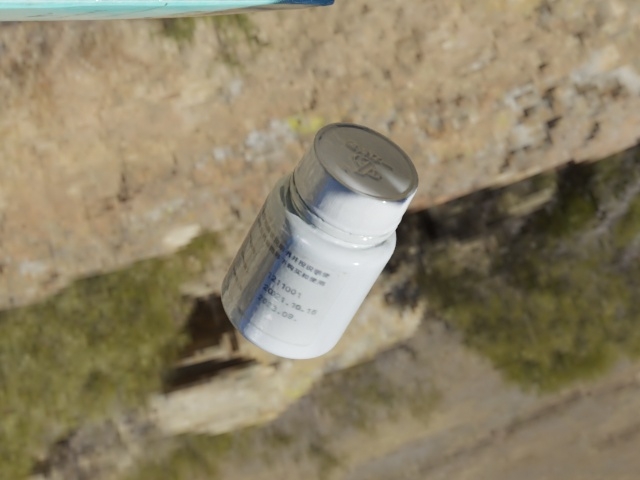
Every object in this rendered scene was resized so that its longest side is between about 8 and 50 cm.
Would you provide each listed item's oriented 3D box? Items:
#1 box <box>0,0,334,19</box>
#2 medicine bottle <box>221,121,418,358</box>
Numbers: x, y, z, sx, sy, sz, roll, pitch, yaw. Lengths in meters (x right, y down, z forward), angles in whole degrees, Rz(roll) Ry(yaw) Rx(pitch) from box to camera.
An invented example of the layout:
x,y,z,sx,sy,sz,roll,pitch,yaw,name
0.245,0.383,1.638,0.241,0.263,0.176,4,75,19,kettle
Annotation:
x,y,z,sx,sy,sz,roll,pitch,yaw,name
-0.131,-0.118,0.698,0.229,0.041,0.162,-6,-172,-33,box
0.000,0.000,0.926,0.080,0.080,0.130,2,134,-32,medicine bottle
